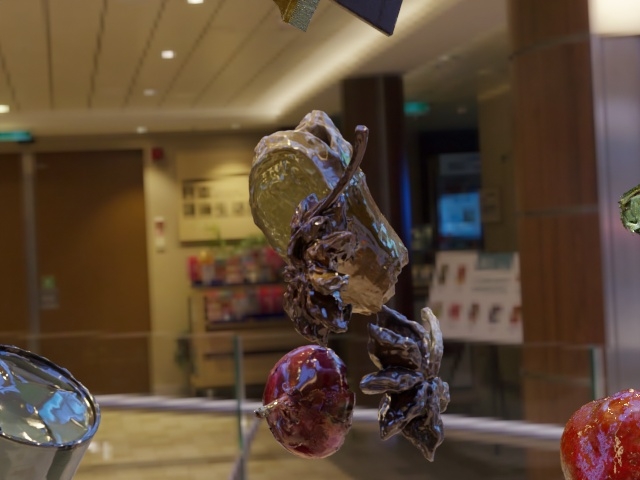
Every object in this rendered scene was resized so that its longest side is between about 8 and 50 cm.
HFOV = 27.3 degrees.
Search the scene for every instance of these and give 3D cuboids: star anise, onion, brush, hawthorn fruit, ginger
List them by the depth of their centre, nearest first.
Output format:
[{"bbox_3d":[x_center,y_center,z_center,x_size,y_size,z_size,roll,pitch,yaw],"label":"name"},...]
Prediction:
[{"bbox_3d":[0.002,-0.002,1.438,0.073,0.234,0.177,13,-5,-17],"label":"star anise"},{"bbox_3d":[0.368,0.273,1.502,0.185,0.202,0.185,3,-26,2],"label":"hawthorn fruit"},{"bbox_3d":[0.019,-0.034,1.697,0.130,0.276,0.221,-20,-8,33],"label":"ginger"},{"bbox_3d":[-0.037,0.211,1.712,0.140,0.150,0.150,5,-5,-40],"label":"onion"},{"bbox_3d":[0.122,0.170,1.753,0.089,0.231,0.209,-7,-31,27],"label":"star anise"},{"bbox_3d":[-0.103,-0.499,2.648,0.205,0.083,0.011,23,3,-16],"label":"brush"}]

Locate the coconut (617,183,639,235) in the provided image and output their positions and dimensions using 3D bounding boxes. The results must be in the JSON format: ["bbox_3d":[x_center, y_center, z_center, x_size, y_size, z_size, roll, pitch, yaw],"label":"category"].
[{"bbox_3d":[0.342,-0.005,1.270,0.055,0.158,0.133,25,-41,-18],"label":"coconut"}]

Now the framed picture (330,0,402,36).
[{"bbox_3d":[0.027,-0.498,2.061,0.323,0.244,0.013,26,-16,-34],"label":"framed picture"}]

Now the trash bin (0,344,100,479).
[{"bbox_3d":[-0.439,0.303,1.732,0.217,0.263,0.277,37,22,25],"label":"trash bin"}]
